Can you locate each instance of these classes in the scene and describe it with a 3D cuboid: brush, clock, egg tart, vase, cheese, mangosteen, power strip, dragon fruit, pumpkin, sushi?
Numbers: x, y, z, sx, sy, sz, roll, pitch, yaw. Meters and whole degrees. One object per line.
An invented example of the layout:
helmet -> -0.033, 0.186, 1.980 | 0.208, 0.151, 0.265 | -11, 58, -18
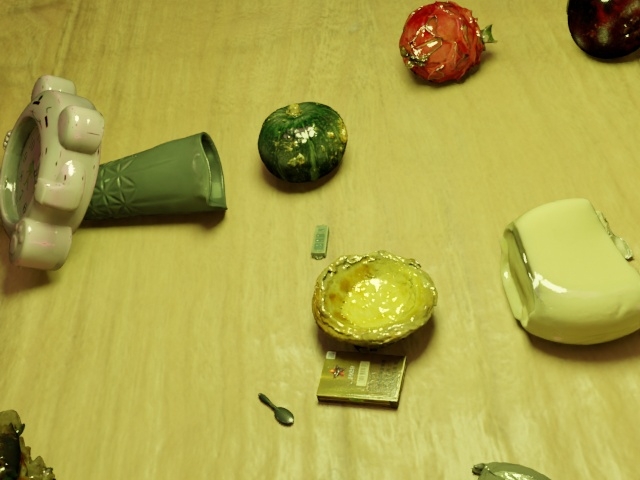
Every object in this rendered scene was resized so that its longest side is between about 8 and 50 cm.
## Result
brush -> -0.072, 0.268, 1.468 | 0.024, 0.008, 0.083 | -40, 51, -22
clock -> -0.523, -0.134, 1.749 | 0.113, 0.322, 0.295 | 11, 21, -38
egg tart -> 0.089, 0.106, 1.533 | 0.213, 0.090, 0.212 | -6, 47, 6
vase -> -0.333, -0.120, 1.816 | 0.301, 0.156, 0.251 | -10, 37, 11
cheese -> 0.419, 0.048, 1.494 | 0.233, 0.127, 0.266 | -11, 48, -2
mangosteen -> 0.605, -0.481, 1.913 | 0.210, 0.209, 0.209 | -6, 46, 6
power strip -> 0.000, 0.000, 1.706 | 0.027, 0.017, 0.083 | -1, 48, 9
dragon fruit -> 0.257, -0.424, 1.952 | 0.210, 0.172, 0.172 | -17, 44, -24
pumpkin -> -0.035, -0.197, 1.812 | 0.190, 0.146, 0.190 | -5, 48, 6
sushi -> -0.490, 0.373, 1.313 | 0.225, 0.218, 0.238 | -33, 49, -24

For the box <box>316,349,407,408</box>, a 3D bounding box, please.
box -> 0.067, 0.221, 1.474 | 0.133, 0.023, 0.090 | 2, 46, 14

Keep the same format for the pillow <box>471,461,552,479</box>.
pillow -> 0.236, 0.408, 1.233 | 0.169, 0.059, 0.255 | 21, 53, 26
